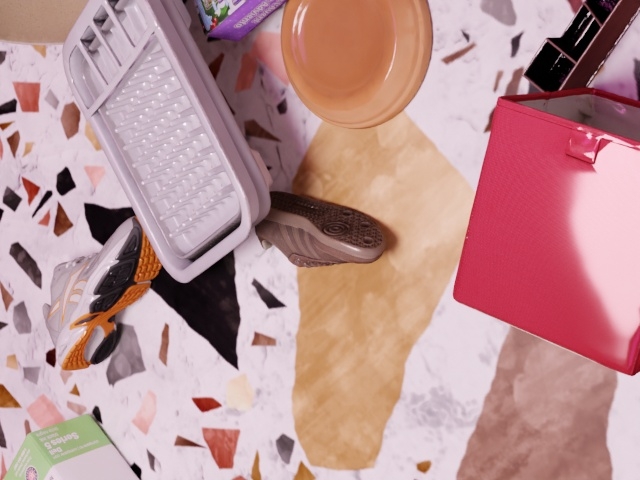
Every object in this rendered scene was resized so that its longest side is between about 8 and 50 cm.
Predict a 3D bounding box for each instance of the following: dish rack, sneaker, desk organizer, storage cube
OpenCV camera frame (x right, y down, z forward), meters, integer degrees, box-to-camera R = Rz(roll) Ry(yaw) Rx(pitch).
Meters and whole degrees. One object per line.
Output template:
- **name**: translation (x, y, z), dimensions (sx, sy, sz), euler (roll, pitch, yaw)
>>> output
- **dish rack**: translation (-0.174, -0.132, 1.426), dimensions (0.333, 0.072, 0.285), euler (63, 149, 3)
- **sneaker**: translation (-0.302, 0.050, 1.613), dimensions (0.121, 0.099, 0.262), euler (52, 124, 25)
- **desk organizer**: translation (0.249, -0.194, 1.150), dimensions (0.047, 0.050, 0.130), euler (45, 122, 24)
- **storage cube**: translation (0.258, -0.016, 1.088), dimensions (0.215, 0.184, 0.193), euler (24, 113, 34)
- **sneaker**: translation (0.000, 0.000, 1.389), dimensions (0.188, 0.066, 0.071), euler (24, 129, 39)

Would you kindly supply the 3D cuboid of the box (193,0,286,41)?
- **box**: translation (-0.091, -0.399, 1.363), dimensions (0.201, 0.057, 0.293), euler (-32, 69, 38)

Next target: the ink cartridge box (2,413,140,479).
- **ink cartridge box**: translation (-0.317, 0.408, 1.669), dimensions (0.273, 0.115, 0.198), euler (47, 123, 23)

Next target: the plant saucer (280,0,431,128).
- **plant saucer**: translation (0.029, -0.220, 1.333), dimensions (0.200, 0.037, 0.200), euler (8, 102, 39)

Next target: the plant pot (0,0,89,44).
- **plant pot**: translation (-0.312, -0.368, 1.401), dimensions (0.284, 0.284, 0.191), euler (-19, 73, 39)
